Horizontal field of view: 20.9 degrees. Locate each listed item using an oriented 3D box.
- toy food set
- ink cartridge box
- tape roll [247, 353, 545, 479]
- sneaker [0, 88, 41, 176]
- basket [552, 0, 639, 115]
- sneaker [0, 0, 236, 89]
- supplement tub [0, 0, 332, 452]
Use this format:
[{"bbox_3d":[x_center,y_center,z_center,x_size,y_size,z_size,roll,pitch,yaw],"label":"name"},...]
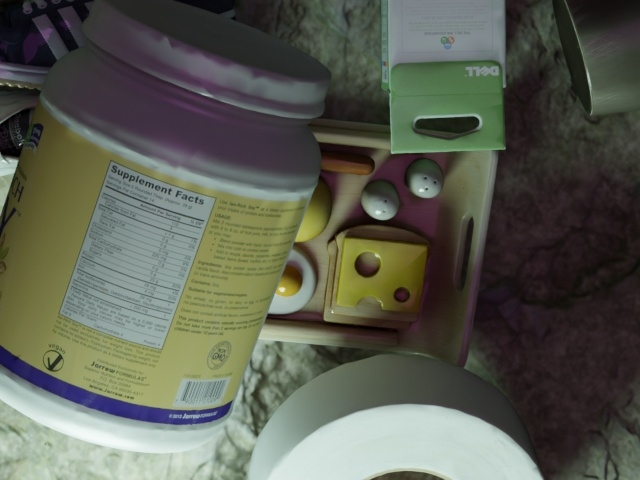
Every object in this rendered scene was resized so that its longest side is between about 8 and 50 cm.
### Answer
[{"bbox_3d":[0.000,0.000,1.611,0.306,0.092,0.220,6,100,-6],"label":"toy food set"},{"bbox_3d":[0.112,-0.187,1.590,0.109,0.062,0.209,-2,96,-5],"label":"ink cartridge box"},{"bbox_3d":[0.072,0.254,1.636,0.286,0.100,0.286,-2,114,-4],"label":"tape roll"},{"bbox_3d":[-0.307,-0.093,1.567,0.235,0.095,0.090,-15,104,0],"label":"sneaker"},{"bbox_3d":[0.335,-0.206,1.574,0.227,0.154,0.204,-15,100,2],"label":"basket"},{"bbox_3d":[-0.208,-0.211,1.547,0.282,0.099,0.153,5,106,-13],"label":"sneaker"},{"bbox_3d":[-0.141,-0.018,1.447,0.241,0.241,0.331,18,104,-8],"label":"supplement tub"}]
